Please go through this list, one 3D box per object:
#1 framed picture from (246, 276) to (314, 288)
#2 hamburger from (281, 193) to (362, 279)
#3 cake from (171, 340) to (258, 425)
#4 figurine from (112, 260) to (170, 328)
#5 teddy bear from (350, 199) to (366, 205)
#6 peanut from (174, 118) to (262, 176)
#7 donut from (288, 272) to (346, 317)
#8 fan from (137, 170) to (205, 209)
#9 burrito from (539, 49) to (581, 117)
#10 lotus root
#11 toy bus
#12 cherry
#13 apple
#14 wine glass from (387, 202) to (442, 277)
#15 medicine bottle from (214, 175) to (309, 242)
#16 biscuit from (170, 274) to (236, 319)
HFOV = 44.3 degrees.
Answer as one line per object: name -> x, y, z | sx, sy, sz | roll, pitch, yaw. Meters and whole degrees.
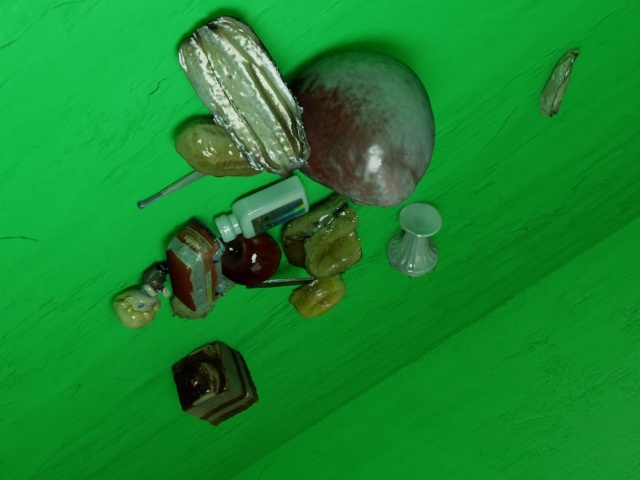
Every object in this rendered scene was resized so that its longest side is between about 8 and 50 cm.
framed picture -> -0.116, 0.119, 2.199 | 0.173, 0.010, 0.231 | -4, 174, -11
hamburger -> 0.000, 0.000, 2.118 | 0.211, 0.132, 0.309 | -24, 153, -8
cake -> -0.357, 0.451, 2.521 | 0.196, 0.199, 0.293 | -28, 150, 11
figurine -> -0.437, 0.137, 1.987 | 0.196, 0.108, 0.114 | -46, 179, 18
teddy bear -> 0.152, -0.143, 2.036 | 0.133, 0.111, 0.213 | -23, 155, -19
peanut -> -0.189, -0.193, 1.609 | 0.224, 0.129, 0.129 | -9, 147, -34
donut -> -0.002, 0.180, 2.501 | 0.190, 0.075, 0.174 | -28, 153, -1
fan -> -0.318, -0.121, 1.733 | 0.193, 0.016, 0.038 | -29, 150, -2
burrito -> 0.627, -0.406, 2.078 | 0.058, 0.063, 0.229 | -9, 147, -15
lotus root -> -0.123, -0.267, 1.462 | 0.167, 0.078, 0.329 | -20, 120, 18
toy bus -> -0.305, 0.065, 1.922 | 0.120, 0.121, 0.265 | -41, 159, -27
cherry -> 0.092, -0.233, 1.612 | 0.326, 0.335, 0.291 | -37, 147, -39
apple -> -0.174, 0.044, 2.024 | 0.158, 0.147, 0.156 | 16, 109, -56
wine glass -> 0.290, -0.008, 2.369 | 0.164, 0.165, 0.196 | -19, 145, -18
medicine bottle -> -0.144, -0.070, 1.915 | 0.228, 0.083, 0.121 | -24, 156, -7
biscuit -> -0.318, 0.130, 2.154 | 0.273, 0.036, 0.187 | -42, 150, 27
